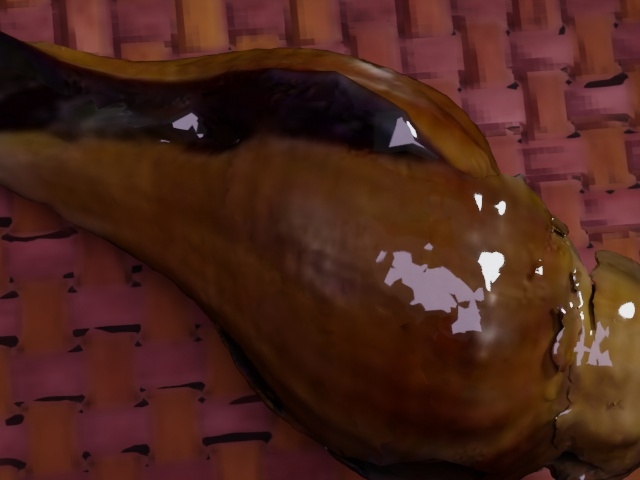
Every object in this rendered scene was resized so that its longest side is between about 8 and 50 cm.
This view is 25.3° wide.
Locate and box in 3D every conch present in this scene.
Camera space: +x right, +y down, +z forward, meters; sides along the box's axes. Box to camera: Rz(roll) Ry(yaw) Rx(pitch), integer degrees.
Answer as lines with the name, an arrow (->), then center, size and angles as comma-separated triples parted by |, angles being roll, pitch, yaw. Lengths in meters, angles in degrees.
conch -> 0.004, -0.002, 0.344 | 0.233, 0.080, 0.086 | 40, 72, 1
